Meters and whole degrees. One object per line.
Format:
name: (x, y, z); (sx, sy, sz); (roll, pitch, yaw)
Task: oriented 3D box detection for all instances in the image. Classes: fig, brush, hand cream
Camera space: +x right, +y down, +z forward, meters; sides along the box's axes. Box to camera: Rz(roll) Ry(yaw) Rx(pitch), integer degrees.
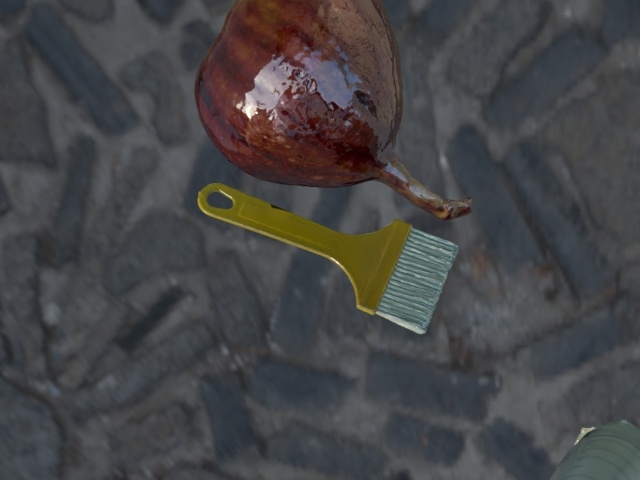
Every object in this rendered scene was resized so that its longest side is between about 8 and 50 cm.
fig: (-0.009, -0.095, 1.301); (0.149, 0.148, 0.202); (-17, 84, 31)
brush: (0.000, 0.000, 1.440); (0.205, 0.011, 0.083); (22, 65, 5)
hand cream: (0.123, 0.132, 0.878); (0.050, 0.205, 0.078); (25, 105, 14)
